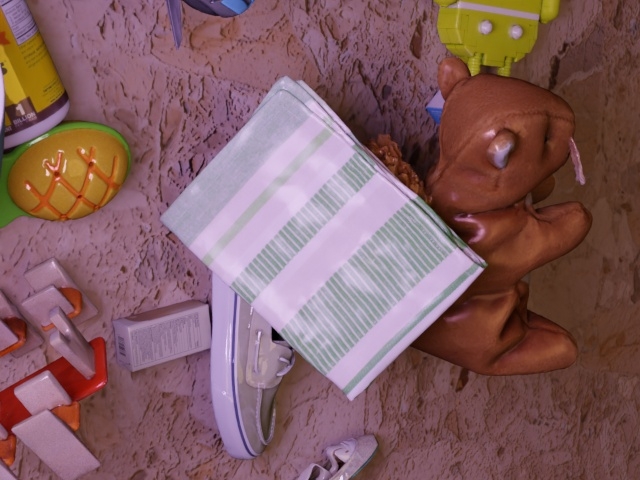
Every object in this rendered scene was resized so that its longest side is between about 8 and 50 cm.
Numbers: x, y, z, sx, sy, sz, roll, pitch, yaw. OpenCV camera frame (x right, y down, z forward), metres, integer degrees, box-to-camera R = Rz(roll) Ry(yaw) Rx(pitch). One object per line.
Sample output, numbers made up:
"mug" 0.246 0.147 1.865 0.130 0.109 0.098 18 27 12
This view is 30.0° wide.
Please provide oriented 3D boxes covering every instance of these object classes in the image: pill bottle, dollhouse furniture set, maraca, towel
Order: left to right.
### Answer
"pill bottle" -0.349 -0.208 1.223 0.117 0.117 0.215 -35 118 -28
"dollhouse furniture set" -0.335 0.184 1.251 0.259 0.262 0.135 -29 123 8
"maraca" -0.297 -0.070 1.307 0.185 0.099 0.127 -18 134 -19
"towel" 0.000 0.000 1.405 0.325 0.038 0.248 44 105 4

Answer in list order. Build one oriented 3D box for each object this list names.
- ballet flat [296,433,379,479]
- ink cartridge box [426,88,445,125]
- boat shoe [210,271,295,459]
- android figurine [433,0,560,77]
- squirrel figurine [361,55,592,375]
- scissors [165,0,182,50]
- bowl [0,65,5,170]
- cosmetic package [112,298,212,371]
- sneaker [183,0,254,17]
"ballet flat" 0.015 0.318 1.657 0.168 0.057 0.052 -44 113 -23
"ink cartridge box" 0.243 -0.146 1.705 0.060 0.104 0.180 -53 126 -18
"boat shoe" -0.080 0.133 1.495 0.109 0.094 0.302 -35 124 -68
"android figurine" 0.249 -0.363 1.697 0.248 0.056 0.273 2 96 -38
"squirrel figurine" 0.150 -0.034 1.505 0.397 0.281 0.370 -6 137 -11
"scissors" -0.180 -0.355 1.293 0.109 0.021 0.297 8 119 -9
"bowl" -0.426 -0.077 1.111 0.311 0.311 0.163 -53 165 -17
"cosmetic package" -0.193 0.115 1.460 0.115 0.041 0.060 -13 107 -36
"sneaker" -0.203 -0.355 1.231 0.341 0.139 0.125 44 59 -9
